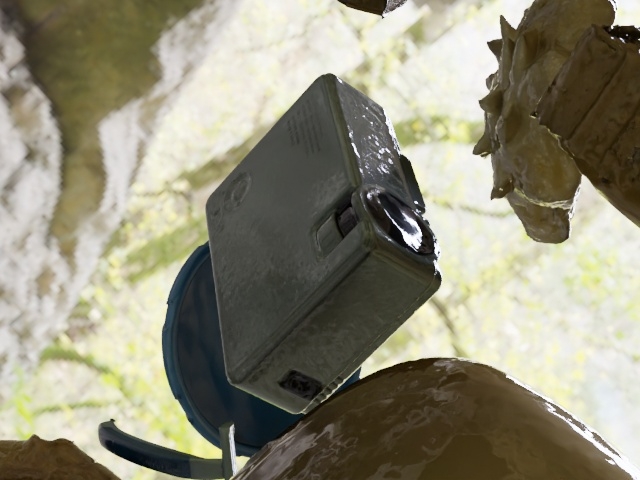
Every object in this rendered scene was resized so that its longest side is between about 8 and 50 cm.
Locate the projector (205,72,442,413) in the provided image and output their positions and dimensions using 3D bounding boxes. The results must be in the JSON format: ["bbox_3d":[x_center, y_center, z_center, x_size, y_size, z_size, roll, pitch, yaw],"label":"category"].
[{"bbox_3d":[0.000,0.000,1.213,0.099,0.192,0.256,29,28,-28],"label":"projector"}]

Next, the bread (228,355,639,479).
[{"bbox_3d":[0.019,0.248,0.808,0.253,0.376,0.348,45,-11,-6],"label":"bread"}]

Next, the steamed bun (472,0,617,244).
[{"bbox_3d":[0.237,-0.149,1.542,0.137,0.295,0.292,13,9,5],"label":"steamed bun"}]

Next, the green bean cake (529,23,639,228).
[{"bbox_3d":[0.321,-0.080,1.236,0.224,0.131,0.230,45,23,29],"label":"green bean cake"}]

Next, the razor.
[{"bbox_3d":[-0.130,0.168,1.116,0.037,0.068,0.191,-10,10,-40],"label":"razor"}]

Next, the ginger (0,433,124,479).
[{"bbox_3d":[-0.143,0.280,1.126,0.122,0.348,0.363,16,46,-61],"label":"ginger"}]

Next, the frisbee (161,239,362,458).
[{"bbox_3d":[-0.059,0.099,1.408,0.242,0.242,0.045,46,-29,-25],"label":"frisbee"}]

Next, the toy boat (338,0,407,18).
[{"bbox_3d":[0.058,-0.222,1.135,0.049,0.047,0.149,27,40,13],"label":"toy boat"}]
